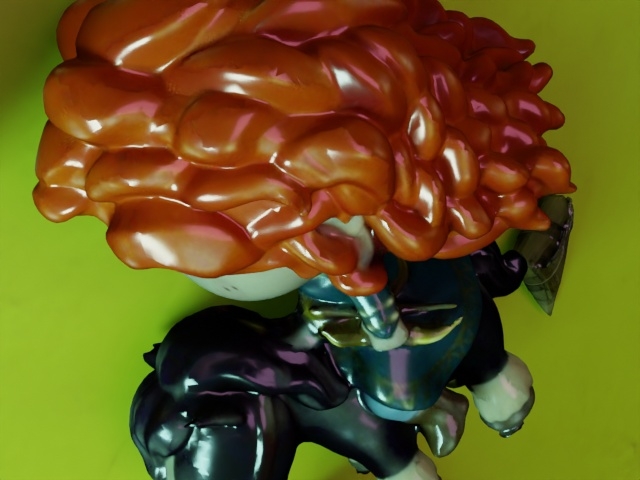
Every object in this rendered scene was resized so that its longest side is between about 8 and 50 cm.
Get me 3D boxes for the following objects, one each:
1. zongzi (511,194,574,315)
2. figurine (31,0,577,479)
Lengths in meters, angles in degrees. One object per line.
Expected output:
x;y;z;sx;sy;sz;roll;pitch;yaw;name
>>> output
0.192;0.011;0.867;0.083;0.040;0.076;48;64;-41;zongzi
-0.004;0.010;0.648;0.306;0.241;0.412;-9;122;-8;figurine
